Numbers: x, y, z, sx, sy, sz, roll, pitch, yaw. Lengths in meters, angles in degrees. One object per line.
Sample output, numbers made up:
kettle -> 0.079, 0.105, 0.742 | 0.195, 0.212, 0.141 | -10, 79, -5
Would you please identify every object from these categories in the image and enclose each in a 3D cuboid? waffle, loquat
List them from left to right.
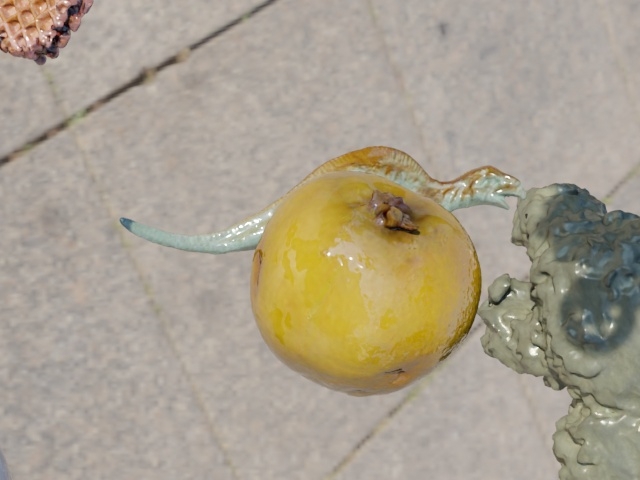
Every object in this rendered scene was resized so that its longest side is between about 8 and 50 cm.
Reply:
waffle -> -0.166, -0.148, 0.881 | 0.029, 0.075, 0.083 | 17, 98, -59
loquat -> 0.037, 0.037, 1.335 | 0.208, 0.208, 0.208 | 7, 80, -46

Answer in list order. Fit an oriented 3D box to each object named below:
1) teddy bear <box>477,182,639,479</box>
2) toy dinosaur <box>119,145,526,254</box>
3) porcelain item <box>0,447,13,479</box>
teddy bear -> 0.345, 0.142, 1.648 | 0.224, 0.357, 0.367 | -27, 127, -67
toy dinosaur -> 0.000, 0.000, 1.489 | 0.092, 0.393, 0.205 | -65, 163, -84
porcelain item -> -0.329, 0.244, 1.342 | 0.259, 0.141, 0.141 | 64, 42, -52
